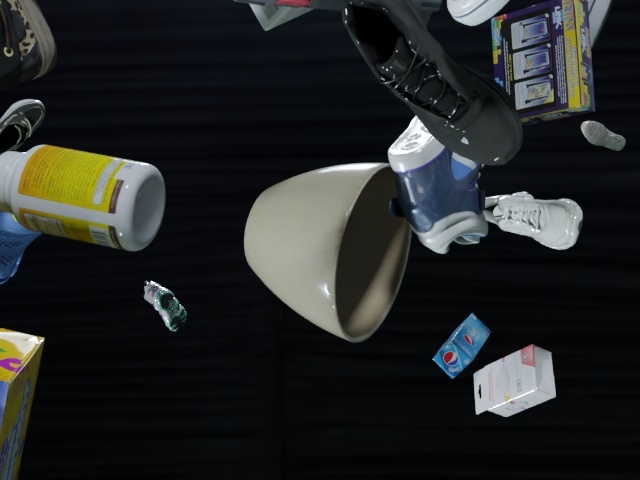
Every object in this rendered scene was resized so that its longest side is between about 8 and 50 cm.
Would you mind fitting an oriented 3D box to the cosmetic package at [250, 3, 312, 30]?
[{"bbox_3d":[-0.037,-0.493,1.670,0.151,0.184,0.151,60,154,-4],"label":"cosmetic package"}]

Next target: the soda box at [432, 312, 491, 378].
[{"bbox_3d":[0.332,0.243,2.201,0.071,0.067,0.210,-49,-8,24],"label":"soda box"}]

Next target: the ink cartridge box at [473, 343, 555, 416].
[{"bbox_3d":[0.448,0.334,2.197,0.198,0.067,0.115,-35,41,44],"label":"ink cartridge box"}]

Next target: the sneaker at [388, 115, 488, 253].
[{"bbox_3d":[0.248,-0.116,1.713,0.323,0.130,0.236,-43,-61,-44],"label":"sneaker"}]

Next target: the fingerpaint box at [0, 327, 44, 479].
[{"bbox_3d":[-0.596,0.308,1.229,0.163,0.371,0.444,-92,16,-75],"label":"fingerpaint box"}]

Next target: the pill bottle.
[{"bbox_3d":[-0.322,-0.060,1.245,0.117,0.215,0.117,11,-90,-75],"label":"pill bottle"}]

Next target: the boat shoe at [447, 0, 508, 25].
[{"bbox_3d":[0.192,-0.349,0.998,0.258,0.084,0.095,-62,37,31],"label":"boat shoe"}]

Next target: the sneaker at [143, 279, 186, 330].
[{"bbox_3d":[-0.249,0.096,1.480,0.069,0.038,0.098,33,151,34],"label":"sneaker"}]

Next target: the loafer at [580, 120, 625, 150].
[{"bbox_3d":[0.600,-0.226,2.027,0.045,0.125,0.039,-62,31,15],"label":"loafer"}]

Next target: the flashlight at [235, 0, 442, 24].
[{"bbox_3d":[0.024,-0.347,1.225,0.103,0.304,0.103,-44,59,49],"label":"flashlight"}]

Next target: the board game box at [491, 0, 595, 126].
[{"bbox_3d":[0.327,-0.262,1.397,0.048,0.141,0.170,8,-102,-50],"label":"board game box"}]

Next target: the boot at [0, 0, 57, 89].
[{"bbox_3d":[-0.582,-0.362,1.382,0.377,0.138,0.284,62,-145,-20],"label":"boot"}]

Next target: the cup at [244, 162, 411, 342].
[{"bbox_3d":[0.000,0.000,1.763,0.331,0.237,0.331,-39,-44,-52],"label":"cup"}]

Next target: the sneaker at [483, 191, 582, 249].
[{"bbox_3d":[0.441,-0.046,1.998,0.292,0.118,0.110,-161,78,-67],"label":"sneaker"}]

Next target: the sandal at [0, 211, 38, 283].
[{"bbox_3d":[-0.552,0.003,1.655,0.317,0.126,0.138,-18,67,61],"label":"sandal"}]

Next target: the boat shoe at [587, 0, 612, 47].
[{"bbox_3d":[0.428,-0.437,1.477,0.096,0.088,0.267,-27,-48,-71],"label":"boat shoe"}]

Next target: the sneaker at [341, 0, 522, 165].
[{"bbox_3d":[0.126,-0.195,1.150,0.109,0.286,0.130,-49,-6,22],"label":"sneaker"}]

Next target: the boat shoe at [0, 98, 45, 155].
[{"bbox_3d":[-0.669,-0.237,2.065,0.219,0.070,0.077,-52,-39,-41],"label":"boat shoe"}]
